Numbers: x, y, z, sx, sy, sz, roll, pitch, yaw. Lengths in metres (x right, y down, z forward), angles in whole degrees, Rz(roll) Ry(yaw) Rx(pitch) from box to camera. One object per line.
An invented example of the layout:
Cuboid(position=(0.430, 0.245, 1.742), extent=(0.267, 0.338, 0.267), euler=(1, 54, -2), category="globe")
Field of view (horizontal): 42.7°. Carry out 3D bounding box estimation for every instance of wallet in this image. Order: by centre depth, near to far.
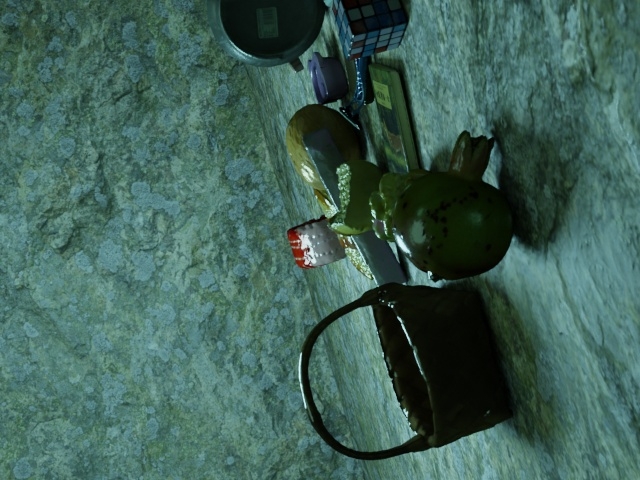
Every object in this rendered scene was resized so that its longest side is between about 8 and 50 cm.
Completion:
Cuboid(position=(0.065, -0.370, 1.576), extent=(0.110, 0.031, 0.198), euler=(-121, 16, -62), category="wallet")

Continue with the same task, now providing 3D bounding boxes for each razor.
Cuboid(position=(0.067, -0.335, 1.508), extent=(0.082, 0.042, 0.253), euler=(49, 148, 48), category="razor")

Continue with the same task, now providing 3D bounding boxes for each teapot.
Cuboid(position=(-0.121, -0.527, 1.864), extent=(0.300, 0.253, 0.344), euler=(62, -176, -25), category="teapot")

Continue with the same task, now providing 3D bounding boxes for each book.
Cuboid(position=(0.134, -0.201, 1.475), extent=(0.160, 0.024, 0.228), euler=(-123, 17, -71), category="book")

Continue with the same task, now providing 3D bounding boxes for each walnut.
Cuboid(position=(0.007, -0.210, 1.840), extent=(0.197, 0.165, 0.165), euler=(60, 167, 26), category="walnut")

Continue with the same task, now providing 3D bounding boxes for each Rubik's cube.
Cuboid(position=(0.076, -0.356, 1.309), extent=(0.092, 0.092, 0.092), euler=(107, 145, -76), category="Rubik's cube")

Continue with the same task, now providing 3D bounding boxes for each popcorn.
Cuboid(position=(0.143, -0.056, 1.368), extent=(0.145, 0.126, 0.125), euler=(36, -136, -56), category="popcorn")

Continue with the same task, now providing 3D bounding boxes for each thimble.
Cuboid(position=(-0.003, 0.001, 2.293), extent=(0.189, 0.163, 0.125), euler=(-162, 54, -80), category="thimble")

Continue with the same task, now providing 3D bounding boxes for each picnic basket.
Cuboid(position=(0.118, 0.225, 1.407), extent=(0.337, 0.337, 0.293), euler=(149, 104, -82), category="picnic basket")

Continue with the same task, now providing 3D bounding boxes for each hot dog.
Cuboid(position=(0.080, -0.037, 1.927), extent=(0.261, 0.093, 0.123), euler=(60, 168, -20), category="hot dog")

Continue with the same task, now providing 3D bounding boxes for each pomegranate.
Cuboid(position=(0.179, -0.042, 1.085), extent=(0.159, 0.159, 0.205), euler=(-133, 55, -72), category="pomegranate")

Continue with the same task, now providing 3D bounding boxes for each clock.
Cuboid(position=(0.015, -0.367, 1.841), extent=(0.153, 0.050, 0.110), euler=(-174, 67, -81), category="clock")

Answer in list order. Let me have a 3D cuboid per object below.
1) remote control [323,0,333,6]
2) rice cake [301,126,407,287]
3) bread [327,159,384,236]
Cuboid(position=(0.020, -0.505, 1.614), extent=(0.162, 0.029, 0.061), euler=(-160, 55, -80), category="remote control")
Cuboid(position=(0.076, -0.057, 1.745), extent=(0.399, 0.070, 0.064), euler=(62, -178, -8), category="rice cake")
Cuboid(position=(0.088, -0.084, 1.666), extent=(0.086, 0.125, 0.156), euler=(148, 131, -75), category="bread")
